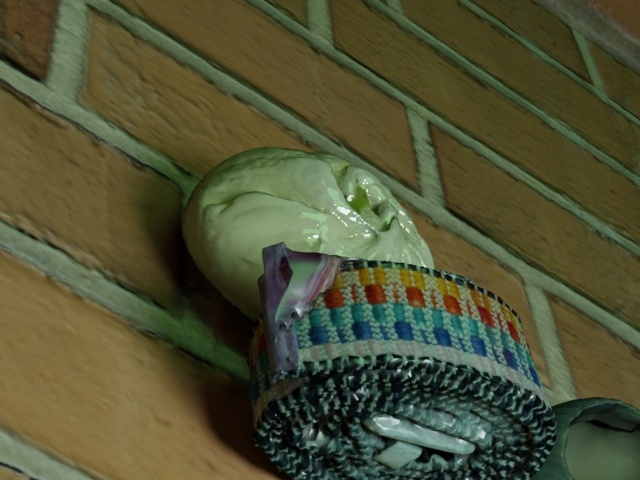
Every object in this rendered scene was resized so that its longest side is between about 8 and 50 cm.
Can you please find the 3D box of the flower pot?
[{"bbox_3d":[0.259,0.248,1.732,0.243,0.157,0.189,-9,45,-48],"label":"flower pot"}]

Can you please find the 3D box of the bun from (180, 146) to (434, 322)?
[{"bbox_3d":[0.000,0.000,1.749,0.259,0.160,0.259,34,12,-8],"label":"bun"}]

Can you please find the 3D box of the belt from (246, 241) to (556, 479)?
[{"bbox_3d":[0.057,0.125,1.605,0.295,0.207,0.160,13,39,-23],"label":"belt"}]
